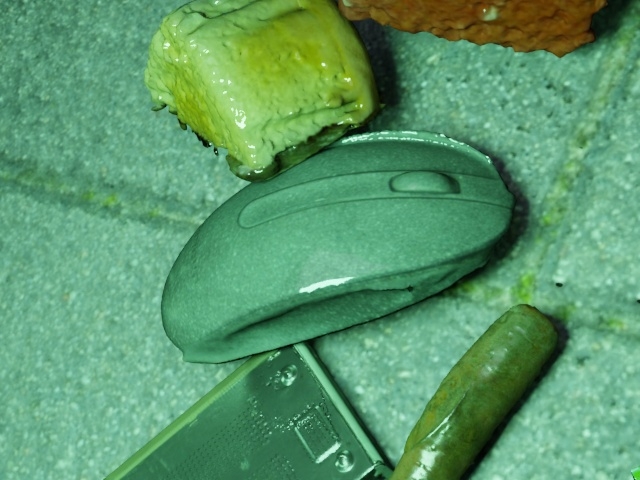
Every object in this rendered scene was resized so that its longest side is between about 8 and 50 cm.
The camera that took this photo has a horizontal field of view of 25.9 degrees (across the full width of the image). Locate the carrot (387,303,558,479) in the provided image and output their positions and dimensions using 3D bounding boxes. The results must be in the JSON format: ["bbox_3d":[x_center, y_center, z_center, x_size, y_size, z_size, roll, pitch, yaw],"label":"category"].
[{"bbox_3d":[0.095,0.200,1.229,0.070,0.070,0.342,31,83,37],"label":"carrot"}]

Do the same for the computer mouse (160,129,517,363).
[{"bbox_3d":[-0.001,-0.001,1.335,0.373,0.114,0.203,-22,36,15],"label":"computer mouse"}]

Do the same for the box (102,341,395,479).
[{"bbox_3d":[-0.079,0.234,1.317,0.270,0.045,0.211,-38,51,5],"label":"box"}]

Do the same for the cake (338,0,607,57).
[{"bbox_3d":[0.156,-0.384,1.339,0.270,0.269,0.320,8,56,0],"label":"cake"}]

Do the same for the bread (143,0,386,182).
[{"bbox_3d":[-0.056,-0.184,1.428,0.204,0.163,0.262,-23,34,-25],"label":"bread"}]

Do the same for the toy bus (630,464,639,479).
[{"bbox_3d":[0.285,0.219,1.135,0.037,0.031,0.083,-29,54,3],"label":"toy bus"}]
